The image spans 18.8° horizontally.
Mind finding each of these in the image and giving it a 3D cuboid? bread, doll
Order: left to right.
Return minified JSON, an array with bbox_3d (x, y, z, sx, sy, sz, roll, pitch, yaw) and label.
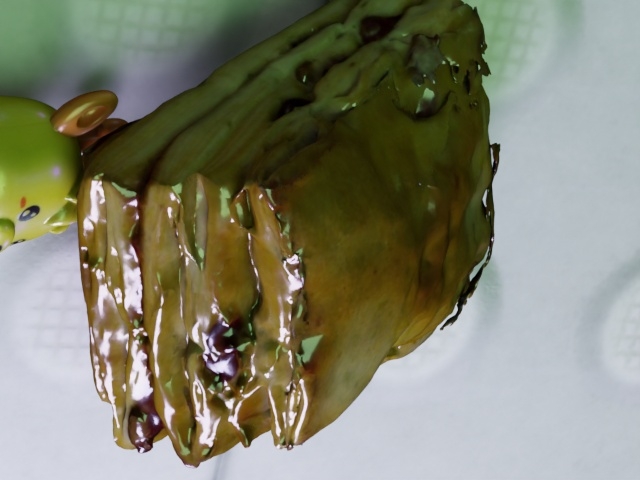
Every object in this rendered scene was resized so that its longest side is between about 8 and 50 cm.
[{"bbox_3d":[-0.233,-0.051,1.272,0.221,0.135,0.143,-7,150,-29],"label":"doll"},{"bbox_3d":[0.000,0.000,1.329,0.324,0.167,0.277,-29,133,-33],"label":"bread"}]
